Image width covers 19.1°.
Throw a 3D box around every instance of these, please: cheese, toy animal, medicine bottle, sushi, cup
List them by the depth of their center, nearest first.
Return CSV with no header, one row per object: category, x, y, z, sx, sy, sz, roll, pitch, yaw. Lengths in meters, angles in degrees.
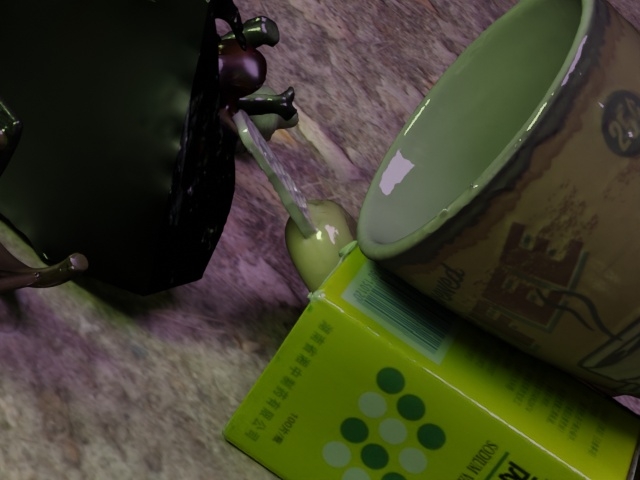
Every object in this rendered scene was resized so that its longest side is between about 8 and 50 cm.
medicine bottle,0.080,0.127,1.284,0.250,0.137,0.141,35,22,3
cup,0.174,-0.008,1.301,0.257,0.227,0.301,40,-9,-16
cheese,0.000,0.000,1.390,0.251,0.054,0.127,56,7,-36
sushi,-0.158,-0.106,1.394,0.227,0.215,0.212,19,13,21
toy animal,-0.104,-0.130,1.583,0.225,0.121,0.094,6,64,-46

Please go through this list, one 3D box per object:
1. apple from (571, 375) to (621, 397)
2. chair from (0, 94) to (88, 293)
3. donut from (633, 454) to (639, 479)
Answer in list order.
apple,0.199,0.001,1.536,0.234,0.257,0.257,5,35,-39
chair,-0.268,-0.057,1.164,0.272,0.166,0.188,0,39,-51
donut,0.241,0.194,1.313,0.073,0.184,0.166,22,2,2
